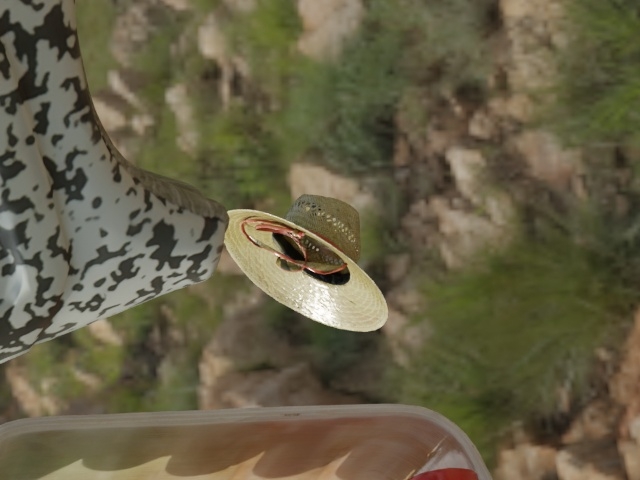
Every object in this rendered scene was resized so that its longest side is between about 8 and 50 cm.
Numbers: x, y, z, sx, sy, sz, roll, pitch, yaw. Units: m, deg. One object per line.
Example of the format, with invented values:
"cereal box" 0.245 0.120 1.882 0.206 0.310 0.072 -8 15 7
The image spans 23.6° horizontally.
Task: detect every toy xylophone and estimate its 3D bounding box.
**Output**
"toy xylophone" -0.065 0.162 0.819 0.236 0.322 0.081 111 151 -57

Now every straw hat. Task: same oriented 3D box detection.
"straw hat" 0.000 0.000 1.118 0.061 0.144 0.144 -60 16 -25

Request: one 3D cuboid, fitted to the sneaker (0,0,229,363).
"sneaker" -0.126 -0.143 0.408 0.158 0.182 0.410 -153 51 -71
